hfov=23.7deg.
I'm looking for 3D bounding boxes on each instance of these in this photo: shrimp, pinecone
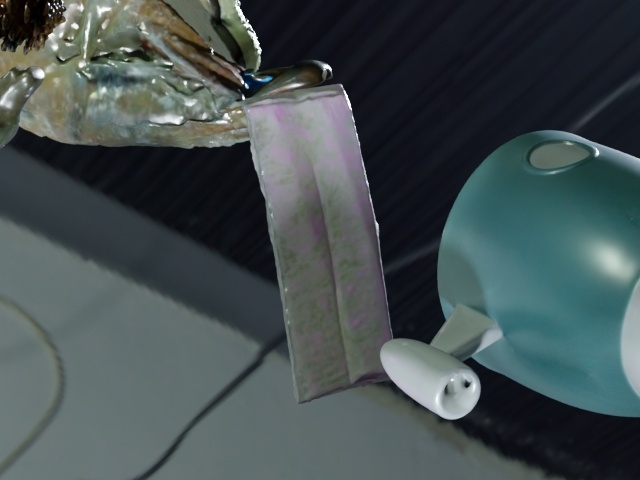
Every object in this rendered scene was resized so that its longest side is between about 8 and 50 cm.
[{"bbox_3d":[-0.201,-0.208,1.796,0.445,0.221,0.110,8,21,11],"label":"shrimp"},{"bbox_3d":[-0.326,-0.244,1.625,0.109,0.102,0.102,-22,73,-34],"label":"pinecone"}]

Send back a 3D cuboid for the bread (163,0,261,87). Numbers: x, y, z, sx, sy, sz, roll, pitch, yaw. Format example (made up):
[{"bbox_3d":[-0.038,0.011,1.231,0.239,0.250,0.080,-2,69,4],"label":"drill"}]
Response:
[{"bbox_3d":[-0.152,-0.287,1.888,0.056,0.207,0.286,-34,93,-22],"label":"bread"}]

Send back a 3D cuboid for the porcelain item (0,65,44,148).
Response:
[{"bbox_3d":[-0.330,-0.083,1.397,0.069,0.215,0.081,50,21,10],"label":"porcelain item"}]

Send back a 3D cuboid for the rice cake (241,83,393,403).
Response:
[{"bbox_3d":[0.002,0.001,1.437,0.106,0.050,0.298,-10,78,-6],"label":"rice cake"}]

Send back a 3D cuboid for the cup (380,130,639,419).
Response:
[{"bbox_3d":[0.182,0.030,0.914,0.299,0.173,0.167,-25,115,-22],"label":"cup"}]
